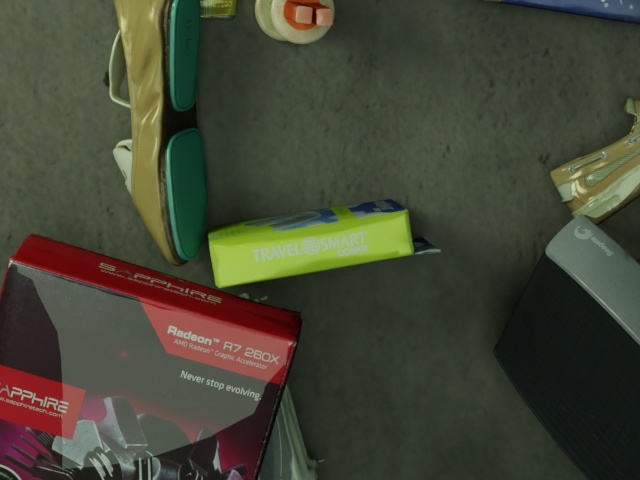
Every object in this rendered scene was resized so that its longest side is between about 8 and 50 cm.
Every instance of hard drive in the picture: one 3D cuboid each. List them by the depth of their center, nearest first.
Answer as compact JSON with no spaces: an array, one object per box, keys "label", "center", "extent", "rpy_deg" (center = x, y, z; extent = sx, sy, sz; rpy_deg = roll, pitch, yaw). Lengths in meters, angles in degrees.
[{"label":"hard drive","center":[0.242,0.121,1.499],"extent":[0.054,0.254,0.172],"rpy_deg":[-18,146,-36]}]

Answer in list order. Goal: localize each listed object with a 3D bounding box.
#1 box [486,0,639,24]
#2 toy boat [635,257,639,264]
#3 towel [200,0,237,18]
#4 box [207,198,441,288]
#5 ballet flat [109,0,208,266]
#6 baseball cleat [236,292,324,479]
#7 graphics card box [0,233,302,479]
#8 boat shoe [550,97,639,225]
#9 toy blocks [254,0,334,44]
[{"label":"box","center":[0.251,-0.246,1.563],"extent":[0.225,0.036,0.136],"rpy_deg":[8,97,-7]},{"label":"toy boat","center":[0.315,0.117,1.583],"extent":[0.151,0.151,0.231],"rpy_deg":[-17,101,-33]},{"label":"towel","center":[-0.096,-0.220,1.550],"extent":[0.060,0.009,0.083],"rpy_deg":[3,98,-5]},{"label":"box","center":[0.000,0.000,1.538],"extent":[0.178,0.109,0.042],"rpy_deg":[-9,97,-4]},{"label":"ballet flat","center":[-0.132,-0.096,1.542],"extent":[0.073,0.080,0.232],"rpy_deg":[4,98,24]},{"label":"baseball cleat","center":[-0.065,0.150,1.574],"extent":[0.109,0.072,0.206],"rpy_deg":[-16,95,4]},{"label":"graphics card box","center":[-0.174,0.206,1.507],"extent":[0.233,0.094,0.371],"rpy_deg":[17,100,-2]},{"label":"boat shoe","center":[0.275,-0.089,1.574],"extent":[0.190,0.068,0.072],"rpy_deg":[-35,88,1]},{"label":"toy blocks","center":[-0.037,-0.198,1.481],"extent":[0.123,0.148,0.054],"rpy_deg":[38,88,-15]}]
